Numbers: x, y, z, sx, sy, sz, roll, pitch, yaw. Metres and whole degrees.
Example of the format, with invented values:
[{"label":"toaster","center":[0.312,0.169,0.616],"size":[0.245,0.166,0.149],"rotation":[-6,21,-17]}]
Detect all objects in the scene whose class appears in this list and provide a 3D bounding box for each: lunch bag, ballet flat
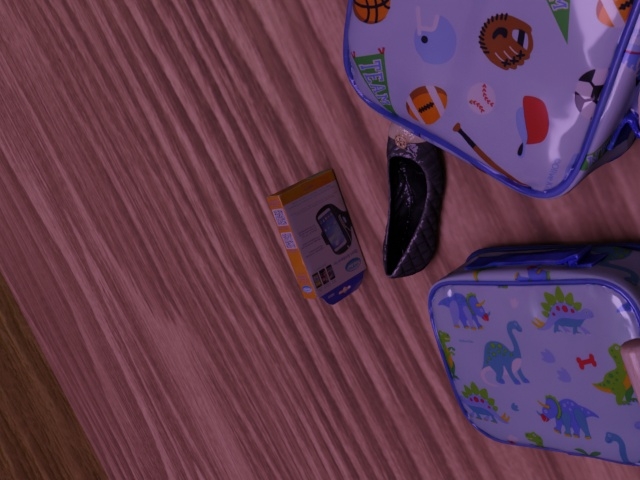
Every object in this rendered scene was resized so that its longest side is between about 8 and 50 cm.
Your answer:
[{"label":"lunch bag","center":[0.203,0.087,0.650],"size":[0.219,0.090,0.176],"rotation":[-6,109,52]},{"label":"ballet flat","center":[0.085,-0.039,0.741],"size":[0.057,0.049,0.173],"rotation":[22,129,40]},{"label":"lunch bag","center":[0.142,-0.186,0.525],"size":[0.243,0.115,0.304],"rotation":[33,135,29]}]

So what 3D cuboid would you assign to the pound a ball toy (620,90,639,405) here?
[{"label":"pound a ball toy","center":[0.276,0.050,0.438],"size":[0.135,0.208,0.319],"rotation":[2,114,50]}]

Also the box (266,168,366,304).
[{"label":"box","center":[0.000,0.000,0.843],"size":[0.028,0.081,0.136],"rotation":[-2,112,51]}]
